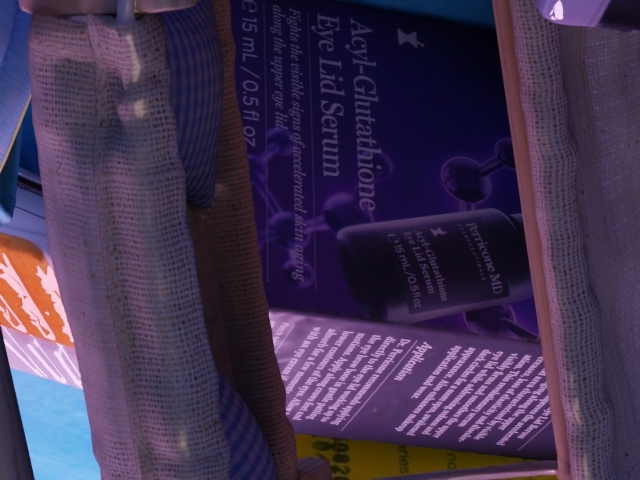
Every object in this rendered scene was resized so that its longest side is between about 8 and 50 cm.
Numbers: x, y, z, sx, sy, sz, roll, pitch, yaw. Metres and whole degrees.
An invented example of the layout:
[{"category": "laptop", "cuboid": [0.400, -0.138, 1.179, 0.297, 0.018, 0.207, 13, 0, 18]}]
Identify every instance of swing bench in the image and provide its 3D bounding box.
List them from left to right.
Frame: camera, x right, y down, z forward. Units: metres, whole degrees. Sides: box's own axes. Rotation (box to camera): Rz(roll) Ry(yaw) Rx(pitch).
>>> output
[{"category": "swing bench", "cuboid": [0.000, 0.000, 0.540, 0.254, 0.253, 0.165, -13, -167, -14]}]

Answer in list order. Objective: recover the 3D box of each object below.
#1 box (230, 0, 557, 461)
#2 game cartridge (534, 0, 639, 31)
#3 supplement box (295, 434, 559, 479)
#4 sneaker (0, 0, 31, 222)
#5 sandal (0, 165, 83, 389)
[{"category": "box", "cuboid": [0.038, -0.003, 0.730, 0.207, 0.153, 0.108, 7, 148, -18]}, {"category": "game cartridge", "cuboid": [0.155, -0.124, 0.450, 0.355, 0.230, 0.068, 5, 134, -12]}, {"category": "supplement box", "cuboid": [0.118, 0.105, 0.877, 0.356, 0.194, 0.195, 3, 149, -8]}, {"category": "sneaker", "cuboid": [-0.240, -0.037, 0.680, 0.319, 0.127, 0.208, -22, 143, 32]}, {"category": "sandal", "cuboid": [-0.169, -0.006, 0.801, 0.265, 0.076, 0.102, 15, 144, 12]}]
